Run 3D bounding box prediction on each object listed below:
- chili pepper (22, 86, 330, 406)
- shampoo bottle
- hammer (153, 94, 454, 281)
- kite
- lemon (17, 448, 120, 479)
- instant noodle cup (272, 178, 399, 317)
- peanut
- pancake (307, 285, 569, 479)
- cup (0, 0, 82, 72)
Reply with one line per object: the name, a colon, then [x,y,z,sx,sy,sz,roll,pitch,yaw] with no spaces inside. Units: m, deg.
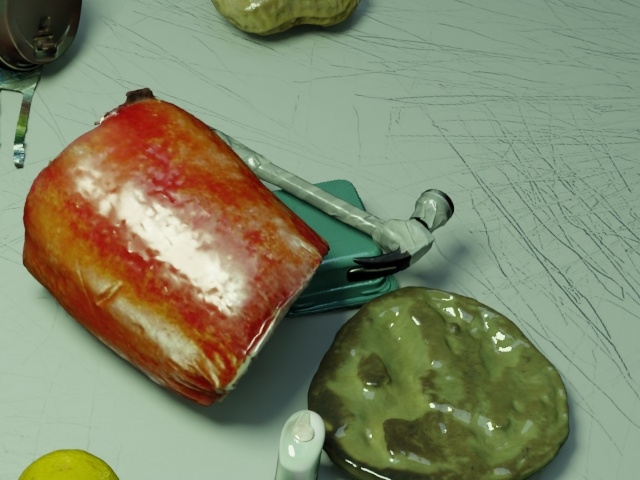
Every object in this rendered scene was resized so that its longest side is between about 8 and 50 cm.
chili pepper: [-0.145,0.020,1.215,0.305,0.229,0.251,40,55,13]
shampoo bottle: [-0.021,0.215,1.105,0.043,0.099,0.072,13,46,4]
hammer: [-0.054,-0.084,1.332,0.427,0.044,0.152,30,53,22]
kite: [-0.454,-0.206,1.499,0.169,0.015,0.310,0,46,-6]
lemon: [-0.235,0.251,1.036,0.109,0.109,0.133,9,44,0]
instant noodle cup: [0.000,0.000,1.332,0.157,0.070,0.179,-10,50,-14]
peanut: [-0.052,-0.378,1.649,0.233,0.110,0.197,-10,49,-14]
pancake: [0.126,0.172,1.202,0.294,0.049,0.294,5,43,-5]
cup: [-0.471,-0.341,1.499,0.279,0.196,0.196,16,46,22]
